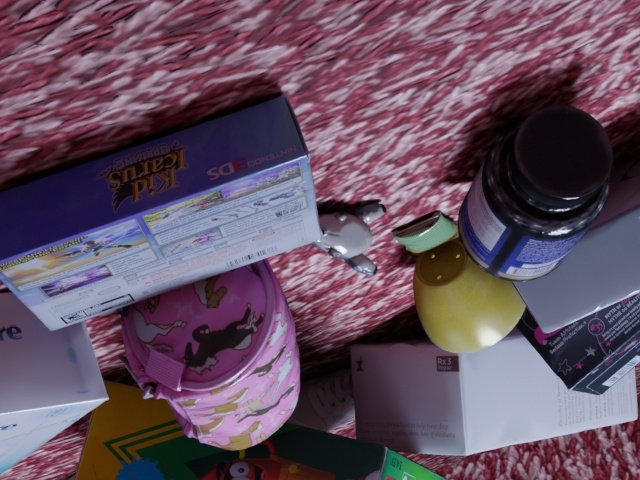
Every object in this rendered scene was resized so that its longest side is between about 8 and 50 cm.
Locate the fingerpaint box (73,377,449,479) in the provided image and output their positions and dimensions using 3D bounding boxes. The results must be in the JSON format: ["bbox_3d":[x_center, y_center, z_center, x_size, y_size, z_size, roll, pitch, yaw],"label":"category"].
[{"bbox_3d":[-0.059,0.318,2.055,0.371,0.163,0.445,11,170,17],"label":"fingerpaint box"}]

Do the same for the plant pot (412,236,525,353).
[{"bbox_3d":[0.158,0.049,1.830,0.134,0.134,0.095,-25,136,17],"label":"plant pot"}]

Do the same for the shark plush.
[{"bbox_3d":[0.000,0.000,1.590,0.067,0.073,0.161,6,-172,38],"label":"shark plush"}]

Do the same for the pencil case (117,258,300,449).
[{"bbox_3d":[-0.106,0.116,1.655,0.167,0.160,0.386,-11,165,1],"label":"pencil case"}]

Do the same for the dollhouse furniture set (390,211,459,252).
[{"bbox_3d":[0.161,-0.005,1.740,0.151,0.059,0.076,-24,163,16],"label":"dollhouse furniture set"}]

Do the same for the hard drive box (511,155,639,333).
[{"bbox_3d":[0.334,-0.014,1.724,0.232,0.089,0.181,-28,-168,26],"label":"hard drive box"}]

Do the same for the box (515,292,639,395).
[{"bbox_3d":[0.368,0.054,1.921,0.247,0.142,0.163,-42,159,13],"label":"box"}]

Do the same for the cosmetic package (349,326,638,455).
[{"bbox_3d":[0.249,0.200,2.243,0.385,0.156,0.217,-6,-179,-41],"label":"cosmetic package"}]

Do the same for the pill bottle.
[{"bbox_3d":[0.211,-0.046,1.550,0.122,0.123,0.219,-16,164,-11],"label":"pill bottle"}]

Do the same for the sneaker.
[{"bbox_3d":[0.035,0.219,2.305,0.228,0.087,0.092,-17,158,-35],"label":"sneaker"}]

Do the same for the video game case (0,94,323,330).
[{"bbox_3d":[-0.137,-0.017,1.354,0.269,0.061,0.244,-19,165,-3],"label":"video game case"}]

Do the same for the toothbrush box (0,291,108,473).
[{"bbox_3d":[-0.381,0.163,1.548,0.216,0.126,0.295,-3,156,-44],"label":"toothbrush box"}]

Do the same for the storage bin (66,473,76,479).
[{"bbox_3d":[-0.245,0.393,2.459,0.262,0.123,0.260,-2,157,-45],"label":"storage bin"}]
